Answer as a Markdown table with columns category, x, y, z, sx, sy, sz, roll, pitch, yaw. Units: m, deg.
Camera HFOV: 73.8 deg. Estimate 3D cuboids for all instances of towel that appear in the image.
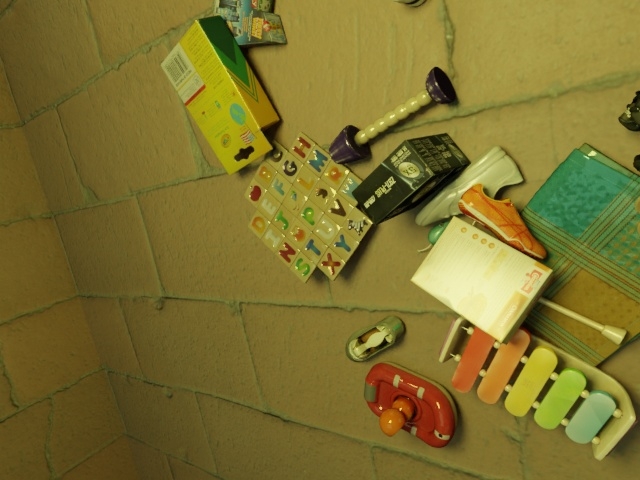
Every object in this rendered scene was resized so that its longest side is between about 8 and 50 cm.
| category | x | y | z | sx | sy | sz | roll | pitch | yaw |
| --- | --- | --- | --- | --- | --- | --- | --- | --- | --- |
| towel | 0.442 | 0.056 | 0.736 | 0.271 | 0.040 | 0.370 | 41 | 128 | 20 |

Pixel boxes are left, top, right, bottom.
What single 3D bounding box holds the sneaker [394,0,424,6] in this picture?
| category | x | y | z | sx | sy | sz | roll | pitch | yaw |
| --- | --- | --- | --- | --- | --- | --- | --- | --- | --- |
| sneaker | 0.184 | -0.507 | 0.692 | 0.090 | 0.094 | 0.235 | 40 | 124 | 22 |

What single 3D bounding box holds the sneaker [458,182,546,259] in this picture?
| category | x | y | z | sx | sy | sz | roll | pitch | yaw |
| --- | --- | --- | --- | --- | --- | --- | --- | --- | --- |
| sneaker | 0.320 | -0.032 | 0.726 | 0.175 | 0.064 | 0.067 | 40 | 94 | 0 |

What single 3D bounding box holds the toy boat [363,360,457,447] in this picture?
| category | x | y | z | sx | sy | sz | roll | pitch | yaw |
| --- | --- | --- | --- | --- | --- | --- | --- | --- | --- |
| toy boat | 0.189 | 0.390 | 0.975 | 0.231 | 0.151 | 0.151 | 17 | 116 | 33 |

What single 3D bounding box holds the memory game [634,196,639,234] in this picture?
| category | x | y | z | sx | sy | sz | roll | pitch | yaw |
| --- | --- | --- | --- | --- | --- | --- | --- | --- | --- |
| memory game | 0.527 | -0.038 | 0.563 | 0.186 | 0.012 | 0.186 | 21 | 134 | 23 |

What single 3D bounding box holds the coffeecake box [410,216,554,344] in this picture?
| category | x | y | z | sx | sy | sz | roll | pitch | yaw |
| --- | --- | --- | --- | --- | --- | --- | --- | --- | --- |
| coffeecake box | 0.279 | 0.068 | 0.747 | 0.185 | 0.068 | 0.142 | 37 | 95 | 34 |

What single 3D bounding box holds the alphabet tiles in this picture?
| category | x | y | z | sx | sy | sz | roll | pitch | yaw |
| --- | --- | --- | --- | --- | --- | --- | --- | --- | --- |
| alphabet tiles | -0.043 | -0.078 | 1.021 | 0.342 | 0.011 | 0.285 | 43 | 114 | 23 |

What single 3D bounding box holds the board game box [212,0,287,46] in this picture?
| category | x | y | z | sx | sy | sz | roll | pitch | yaw |
| --- | --- | --- | --- | --- | --- | --- | --- | --- | --- |
| board game box | -0.158 | -0.522 | 0.971 | 0.194 | 0.060 | 0.194 | 27 | 121 | 27 |

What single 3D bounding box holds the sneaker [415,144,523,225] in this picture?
| category | x | y | z | sx | sy | sz | roll | pitch | yaw |
| --- | --- | --- | --- | --- | --- | --- | --- | --- | --- |
| sneaker | 0.272 | -0.075 | 0.798 | 0.094 | 0.080 | 0.212 | 47 | 128 | -1 |

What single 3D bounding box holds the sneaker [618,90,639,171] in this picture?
| category | x | y | z | sx | sy | sz | roll | pitch | yaw |
| --- | --- | --- | --- | --- | --- | --- | --- | --- | --- |
| sneaker | 0.480 | -0.209 | 0.568 | 0.135 | 0.097 | 0.276 | 3 | 109 | 34 |

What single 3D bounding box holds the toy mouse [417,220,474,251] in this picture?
| category | x | y | z | sx | sy | sz | roll | pitch | yaw |
| --- | --- | --- | --- | --- | --- | --- | --- | --- | --- |
| toy mouse | 0.252 | 0.020 | 0.856 | 0.143 | 0.031 | 0.161 | 1 | 95 | 41 |

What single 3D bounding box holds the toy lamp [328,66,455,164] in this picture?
| category | x | y | z | sx | sy | sz | roll | pitch | yaw |
| --- | --- | --- | --- | --- | --- | --- | --- | --- | --- |
| toy lamp | 0.126 | -0.232 | 0.845 | 0.274 | 0.080 | 0.080 | -27 | 89 | 41 |

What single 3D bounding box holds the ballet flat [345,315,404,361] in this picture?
| category | x | y | z | sx | sy | sz | roll | pitch | yaw |
| --- | --- | --- | --- | --- | --- | --- | --- | --- | --- |
| ballet flat | 0.114 | 0.248 | 1.035 | 0.072 | 0.068 | 0.213 | 53 | 130 | 10 |

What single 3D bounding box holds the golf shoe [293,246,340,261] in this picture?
| category | x | y | z | sx | sy | sz | roll | pitch | yaw |
| --- | --- | --- | --- | --- | --- | --- | --- | --- | --- |
| golf shoe | 0.000 | 0.000 | 1.050 | 0.176 | 0.069 | 0.086 | 11 | 93 | 31 |

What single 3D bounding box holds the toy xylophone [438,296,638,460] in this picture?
| category | x | y | z | sx | sy | sz | roll | pitch | yaw |
| --- | --- | --- | --- | --- | --- | --- | --- | --- | --- |
| toy xylophone | 0.385 | 0.219 | 0.767 | 0.322 | 0.081 | 0.236 | 21 | 119 | 31 |

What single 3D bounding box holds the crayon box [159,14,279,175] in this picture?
| category | x | y | z | sx | sy | sz | roll | pitch | yaw |
| --- | --- | --- | --- | --- | --- | --- | --- | --- | --- |
| crayon box | -0.235 | -0.340 | 1.044 | 0.202 | 0.081 | 0.319 | -16 | 108 | 45 |

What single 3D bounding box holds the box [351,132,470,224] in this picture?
| category | x | y | z | sx | sy | sz | roll | pitch | yaw |
| --- | --- | --- | --- | --- | --- | --- | --- | --- | --- |
| box | 0.169 | -0.116 | 0.787 | 0.147 | 0.180 | 0.078 | -43 | 77 | 38 |
